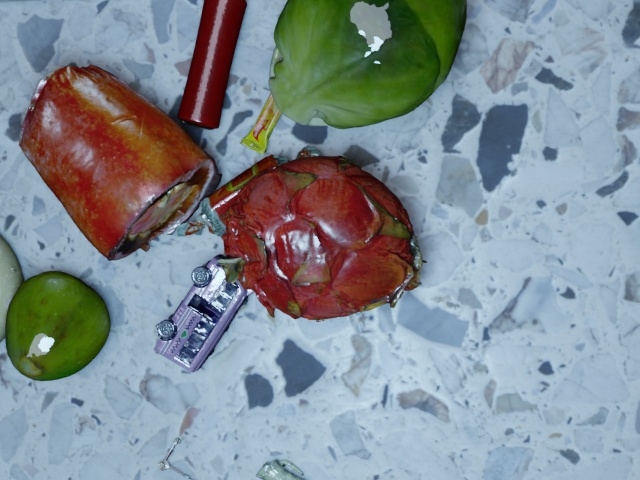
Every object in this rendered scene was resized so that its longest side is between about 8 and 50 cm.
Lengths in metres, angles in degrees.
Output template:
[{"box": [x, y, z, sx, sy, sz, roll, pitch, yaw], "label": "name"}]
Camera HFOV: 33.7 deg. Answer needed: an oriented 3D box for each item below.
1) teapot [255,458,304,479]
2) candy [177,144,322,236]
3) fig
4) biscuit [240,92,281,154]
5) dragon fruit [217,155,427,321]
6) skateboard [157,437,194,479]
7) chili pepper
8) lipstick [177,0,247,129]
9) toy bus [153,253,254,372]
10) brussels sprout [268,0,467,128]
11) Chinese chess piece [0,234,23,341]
[{"box": [-0.067, 0.419, 1.859, 0.083, 0.057, 0.067, 39, 57, 10], "label": "teapot"}, {"box": [-0.124, -0.078, 1.850, 0.292, 0.059, 0.086, -34, 123, 6], "label": "candy"}, {"box": [-0.469, 0.157, 1.852, 0.181, 0.191, 0.181, 6, 130, 8], "label": "fig"}, {"box": [-0.053, -0.289, 1.870, 0.048, 0.026, 0.292, 29, 93, 14], "label": "biscuit"}, {"box": [0.000, 0.000, 1.739, 0.342, 0.277, 0.278, -8, 89, -2], "label": "dragon fruit"}, {"box": [-0.242, 0.401, 1.894, 0.083, 0.032, 0.064, 31, 84, 10], "label": "skateboard"}, {"box": [-0.359, -0.135, 1.839, 0.305, 0.229, 0.251, 44, 125, 18], "label": "chili pepper"}, {"box": [-0.191, -0.317, 1.862, 0.080, 0.080, 0.241, 14, 93, 8], "label": "lipstick"}, {"box": [-0.203, 0.127, 1.855, 0.108, 0.096, 0.199, 34, 96, 3], "label": "toy bus"}, {"box": [0.074, -0.336, 1.727, 0.354, 0.281, 0.289, -38, 102, 21], "label": "brussels sprout"}, {"box": [-0.672, 0.087, 1.916, 0.273, 0.102, 0.273, 0, 90, 7], "label": "Chinese chess piece"}]
